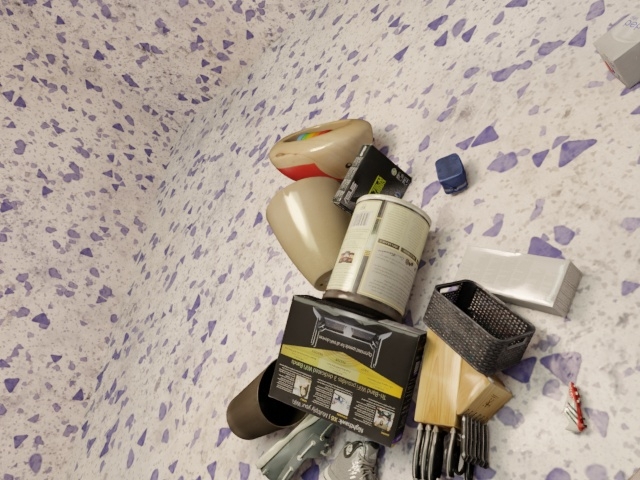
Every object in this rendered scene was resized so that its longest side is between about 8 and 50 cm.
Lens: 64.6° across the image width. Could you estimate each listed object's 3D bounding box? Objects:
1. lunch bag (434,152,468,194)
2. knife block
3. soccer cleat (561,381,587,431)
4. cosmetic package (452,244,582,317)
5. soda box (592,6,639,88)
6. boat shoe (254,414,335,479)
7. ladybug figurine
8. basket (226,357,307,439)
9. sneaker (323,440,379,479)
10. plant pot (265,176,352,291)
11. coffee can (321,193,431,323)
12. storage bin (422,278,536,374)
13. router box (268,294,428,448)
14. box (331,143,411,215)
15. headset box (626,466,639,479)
[{"bbox_3d":[0.340,-0.166,1.304,0.067,0.065,0.098,-18,47,23],"label":"lunch bag"},{"bbox_3d":[0.241,0.329,1.007,0.242,0.088,0.276,-49,35,12],"label":"knife block"},{"bbox_3d":[0.427,0.283,0.862,0.035,0.029,0.083,-21,52,36],"label":"soccer cleat"},{"bbox_3d":[0.394,0.079,1.038,0.239,0.060,0.099,12,71,55],"label":"cosmetic package"},{"bbox_3d":[0.719,-0.451,1.020,0.286,0.098,0.091,-39,38,27],"label":"soda box"},{"bbox_3d":[-0.018,0.485,1.236,0.319,0.116,0.099,-42,79,11],"label":"boat shoe"},{"bbox_3d":[0.003,-0.290,1.695,0.305,0.162,0.449,-31,22,-27],"label":"ladybug figurine"},{"bbox_3d":[-0.144,0.433,1.342,0.227,0.154,0.204,-44,7,41],"label":"basket"},{"bbox_3d":[0.099,0.494,1.061,0.228,0.086,0.132,18,76,57],"label":"sneaker"},{"bbox_3d":[0.000,0.000,1.474,0.256,0.256,0.274,-40,54,25],"label":"plant pot"},{"bbox_3d":[0.142,0.053,1.254,0.201,0.201,0.275,-2,61,51],"label":"coffee can"},{"bbox_3d":[0.304,0.163,0.986,0.180,0.122,0.084,42,129,45],"label":"storage bin"},{"bbox_3d":[0.056,0.276,1.121,0.308,0.081,0.243,15,91,25],"label":"router box"},{"bbox_3d":[0.147,-0.143,1.421,0.045,0.184,0.191,21,80,55],"label":"box"},{"bbox_3d":[0.464,0.420,0.628,0.293,0.110,0.218,-52,34,9],"label":"headset box"}]
